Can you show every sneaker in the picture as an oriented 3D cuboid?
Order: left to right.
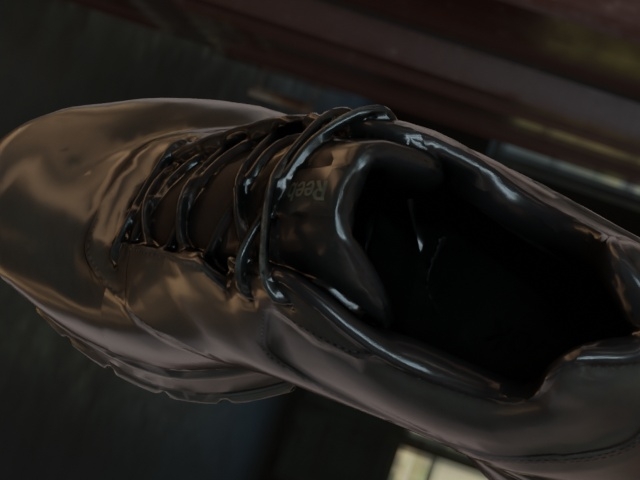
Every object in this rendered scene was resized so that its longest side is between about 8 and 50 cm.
[{"bbox_3d":[0.000,0.000,0.552,0.130,0.286,0.109,45,63,-57],"label":"sneaker"}]
